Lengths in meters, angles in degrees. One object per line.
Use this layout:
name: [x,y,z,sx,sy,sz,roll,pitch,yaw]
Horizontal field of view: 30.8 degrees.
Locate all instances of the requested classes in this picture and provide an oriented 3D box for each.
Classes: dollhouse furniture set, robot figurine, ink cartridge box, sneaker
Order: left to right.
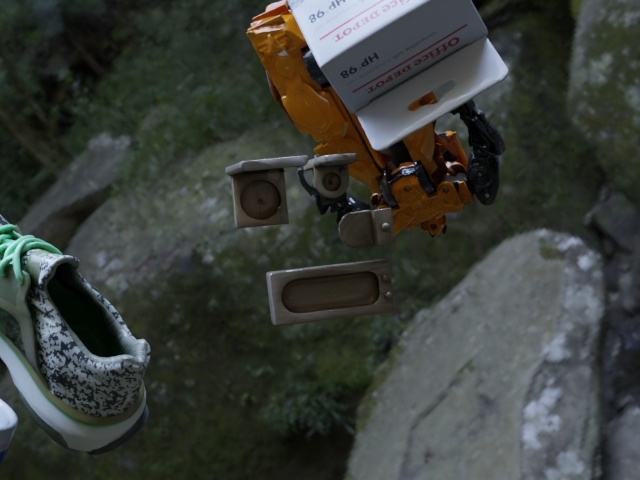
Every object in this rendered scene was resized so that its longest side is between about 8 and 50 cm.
sneaker: [-0.327,0.042,1.314,0.158,0.410,0.182,-41,-8,-47]
dollhouse furniture set: [0.000,0.000,1.039,0.144,0.151,0.123,-6,1,-11]
ink cartridge box: [0.037,-0.158,0.760,0.104,0.180,0.060,-30,-35,8]
robot figurine: [0.061,-0.127,1.178,0.211,0.291,0.085,-20,29,22]

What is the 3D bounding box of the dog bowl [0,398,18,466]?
dog bowl: [-0.495,0.213,1.349,0.265,0.265,0.104,-148,80,-87]
